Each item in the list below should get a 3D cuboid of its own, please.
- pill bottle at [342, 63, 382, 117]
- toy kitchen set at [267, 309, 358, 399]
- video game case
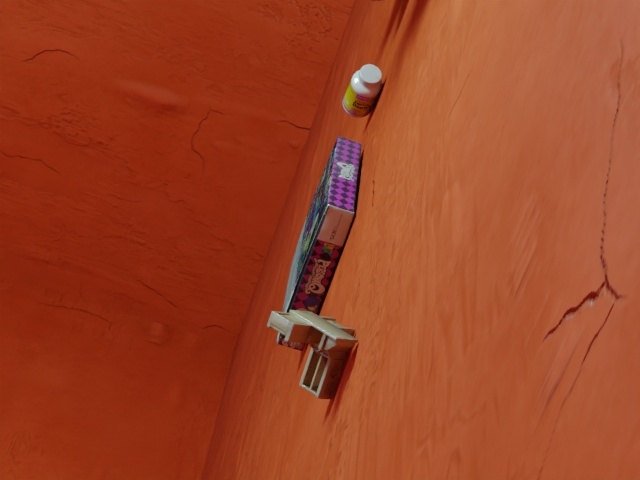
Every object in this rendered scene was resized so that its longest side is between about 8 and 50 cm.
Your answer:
[{"bbox_3d":[0.059,-0.207,2.007,0.083,0.043,0.043,114,173,-61],"label":"pill bottle"},{"bbox_3d":[-0.005,0.113,1.361,0.068,0.083,0.075,27,103,44],"label":"toy kitchen set"},{"bbox_3d":[0.000,0.000,1.913,0.232,0.041,0.210,-81,10,-65],"label":"video game case"}]
